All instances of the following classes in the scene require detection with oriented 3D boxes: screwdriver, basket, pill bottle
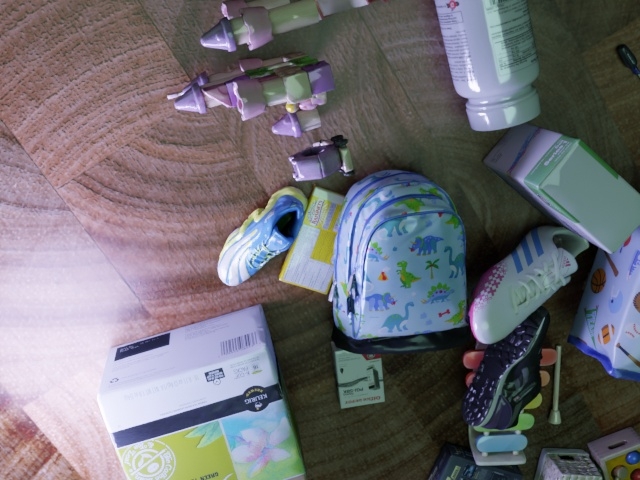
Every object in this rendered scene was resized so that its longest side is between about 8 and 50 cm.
[{"bbox_3d":[0.638,-0.320,1.684,0.025,0.024,0.170,-48,112,-23],"label":"screwdriver"},{"bbox_3d":[0.551,0.566,1.905,0.113,0.103,0.167,5,106,-10],"label":"basket"},{"bbox_3d":[0.312,-0.356,1.556,0.160,0.160,0.283,-17,109,-2],"label":"pill bottle"}]

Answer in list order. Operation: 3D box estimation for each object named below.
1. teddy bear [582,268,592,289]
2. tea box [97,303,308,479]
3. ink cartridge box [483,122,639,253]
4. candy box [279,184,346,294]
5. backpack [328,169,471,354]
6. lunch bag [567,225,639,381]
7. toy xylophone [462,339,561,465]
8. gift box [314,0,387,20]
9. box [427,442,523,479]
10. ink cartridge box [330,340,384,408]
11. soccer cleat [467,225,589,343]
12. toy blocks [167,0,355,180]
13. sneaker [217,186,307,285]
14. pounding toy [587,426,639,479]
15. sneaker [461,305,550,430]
[{"bbox_3d":[0.723,0.110,1.797,0.338,0.113,0.245,-23,102,8],"label":"teddy bear"},{"bbox_3d":[-0.224,0.348,1.673,0.329,0.220,0.324,-17,109,-2],"label":"tea box"},{"bbox_3d":[0.454,-0.109,1.592,0.201,0.278,0.117,37,96,-16],"label":"ink cartridge box"},{"bbox_3d":[0.000,0.000,1.695,0.105,0.027,0.206,19,104,-12],"label":"candy box"},{"bbox_3d":[0.158,0.041,1.630,0.290,0.273,0.356,-3,97,-5],"label":"backpack"},{"bbox_3d":[0.733,0.120,1.631,0.385,0.239,0.328,13,103,-14],"label":"lunch bag"},{"bbox_3d":[0.421,0.326,1.825,0.236,0.081,0.323,-8,108,-5],"label":"toy xylophone"},{"bbox_3d":[0.085,-0.526,1.430,0.276,0.258,0.255,-27,108,-19],"label":"gift box"},{"bbox_3d":[0.322,0.586,1.904,0.183,0.059,0.233,18,105,-13],"label":"box"},{"bbox_3d":[0.079,0.276,1.777,0.099,0.056,0.135,-9,108,-6],"label":"ink cartridge box"},{"bbox_3d":[0.406,0.072,1.635,0.331,0.143,0.116,-46,115,-36],"label":"soccer cleat"},{"bbox_3d":[-0.125,-0.250,1.467,0.260,0.288,0.309,-18,111,-8],"label":"toy blocks"},{"bbox_3d":[-0.115,0.001,1.628,0.091,0.126,0.240,35,99,-16],"label":"sneaker"},{"bbox_3d":[0.673,0.521,1.909,0.141,0.100,0.130,-21,108,-1],"label":"pounding toy"},{"bbox_3d":[0.401,0.258,1.719,0.124,0.107,0.283,17,109,-27],"label":"sneaker"}]
